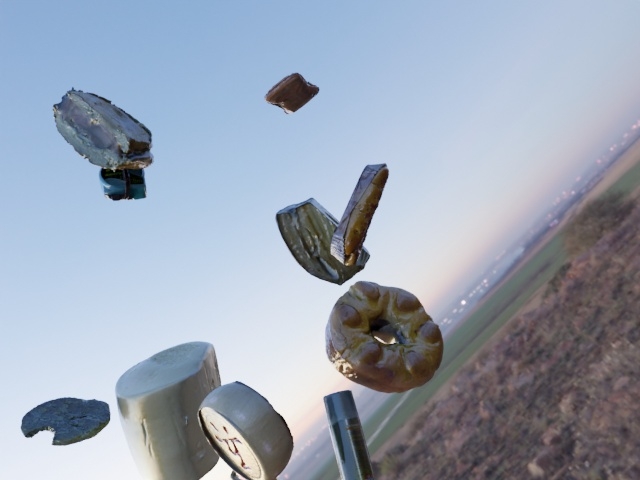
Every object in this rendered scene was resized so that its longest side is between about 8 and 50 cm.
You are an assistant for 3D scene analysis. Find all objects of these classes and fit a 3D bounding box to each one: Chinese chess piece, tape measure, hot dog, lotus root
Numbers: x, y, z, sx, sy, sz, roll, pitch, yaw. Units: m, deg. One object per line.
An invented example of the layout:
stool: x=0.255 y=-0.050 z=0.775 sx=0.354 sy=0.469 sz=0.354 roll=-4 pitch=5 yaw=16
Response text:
Chinese chess piece: x=-0.177 y=0.453 z=1.392 sx=0.103 sy=0.250 sz=0.250 roll=-38 pitch=-14 yaw=-37
tape measure: x=-0.563 y=-0.173 z=1.680 sx=0.125 sy=0.146 sz=0.081 roll=-7 pitch=-37 yaw=-16
hot dog: x=0.095 y=-0.065 z=1.348 sx=0.131 sy=0.069 sz=0.253 roll=56 pitch=-123 yaw=-75
lotus root: x=0.002 y=-0.001 z=1.920 sx=0.210 sy=0.314 sz=0.142 roll=-35 pitch=-2 yaw=0

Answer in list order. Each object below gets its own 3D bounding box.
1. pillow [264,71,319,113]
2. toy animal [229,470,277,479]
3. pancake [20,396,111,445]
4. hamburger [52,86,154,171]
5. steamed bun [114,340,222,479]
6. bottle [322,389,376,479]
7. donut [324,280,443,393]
pillow: x=-0.083 y=-0.440 z=1.776 sx=0.135 sy=0.034 sz=0.211 roll=-32 pitch=-12 yaw=15
toy animal: x=-0.271 y=0.920 z=2.158 sx=0.233 sy=0.168 sz=0.121 roll=-45 pitch=-26 yaw=-39
pancake: x=-0.749 y=0.534 z=1.759 sx=0.253 sy=0.253 sz=0.037 roll=-21 pitch=-61 yaw=-61
hamburger: x=-0.571 y=-0.289 z=1.611 sx=0.133 sy=0.308 sz=0.211 roll=-56 pitch=-16 yaw=12
steamed bun: x=-0.467 y=0.539 z=1.852 sx=0.289 sy=0.372 sz=0.456 roll=-10 pitch=6 yaw=1
bottle: x=0.076 y=0.518 z=1.458 sx=0.082 sy=0.286 sz=0.082 roll=-13 pitch=-21 yaw=-5
donut: x=0.163 y=0.259 z=1.563 sx=0.299 sy=0.317 sz=0.150 roll=-31 pitch=-16 yaw=-39
